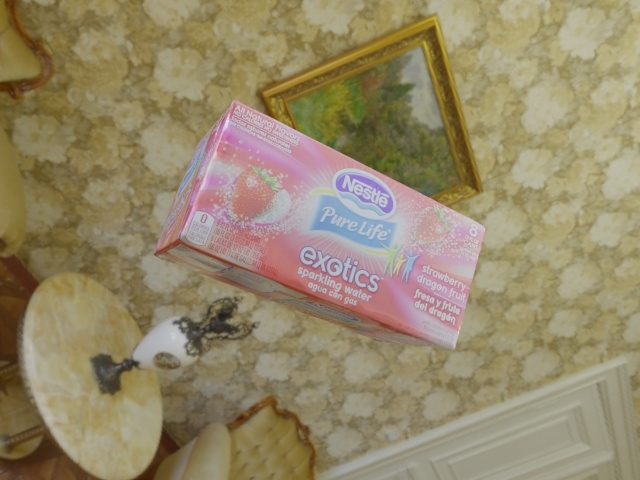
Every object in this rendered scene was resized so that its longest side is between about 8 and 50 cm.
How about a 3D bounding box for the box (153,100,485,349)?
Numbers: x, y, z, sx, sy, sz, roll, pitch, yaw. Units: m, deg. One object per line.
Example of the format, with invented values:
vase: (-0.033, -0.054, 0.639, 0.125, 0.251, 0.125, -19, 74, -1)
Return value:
box: (0.000, 0.000, 0.593, 0.154, 0.300, 0.142, -14, -125, 66)
